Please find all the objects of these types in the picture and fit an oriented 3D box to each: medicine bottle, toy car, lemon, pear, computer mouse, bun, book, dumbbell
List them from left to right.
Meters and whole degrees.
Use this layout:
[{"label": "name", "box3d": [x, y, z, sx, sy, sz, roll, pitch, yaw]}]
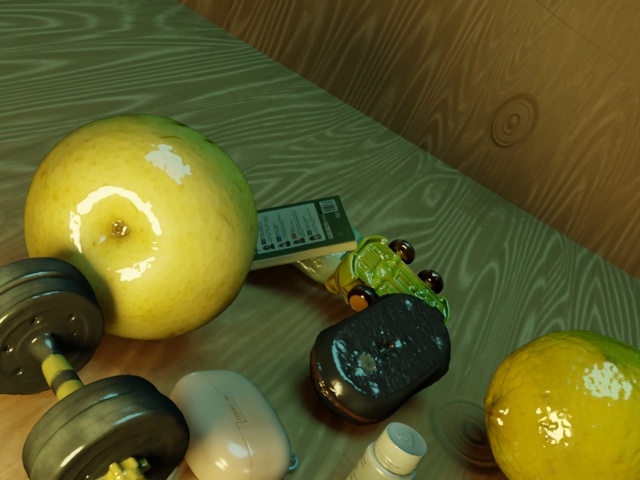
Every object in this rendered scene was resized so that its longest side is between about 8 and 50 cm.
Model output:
[{"label": "dumbbell", "box3d": [-0.299, 0.172, 0.990, 0.185, 0.185, 0.388, 1, 36, -48]}, {"label": "pear", "box3d": [-0.261, -0.019, 1.248, 0.348, 0.348, 0.348, 24, 23, -11]}, {"label": "book", "box3d": [-0.074, -0.015, 1.653, 0.264, 0.027, 0.202, -11, 31, -4]}, {"label": "bun", "box3d": [0.003, 0.002, 1.783, 0.221, 0.108, 0.221, 24, 24, -11]}, {"label": "computer mouse", "box3d": [0.098, 0.202, 1.428, 0.323, 0.116, 0.183, -23, 75, -45]}, {"label": "toy car", "box3d": [0.126, 0.117, 1.641, 0.248, 0.142, 0.200, 48, 47, 1]}, {"label": "medicine bottle", "box3d": [0.092, 0.327, 1.183, 0.080, 0.130, 0.080, 25, 23, -11]}, {"label": "lemon", "box3d": [0.443, 0.305, 1.410, 0.336, 0.336, 0.336, 24, 23, -11]}]

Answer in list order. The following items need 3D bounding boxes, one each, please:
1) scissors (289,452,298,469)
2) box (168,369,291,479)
[{"label": "scissors", "box3d": [-0.066, 0.323, 1.159, 0.058, 0.014, 0.119, 23, 21, 2]}, {"label": "box", "box3d": [-0.124, 0.257, 1.130, 0.145, 0.088, 0.200, 1, 33, -37]}]
